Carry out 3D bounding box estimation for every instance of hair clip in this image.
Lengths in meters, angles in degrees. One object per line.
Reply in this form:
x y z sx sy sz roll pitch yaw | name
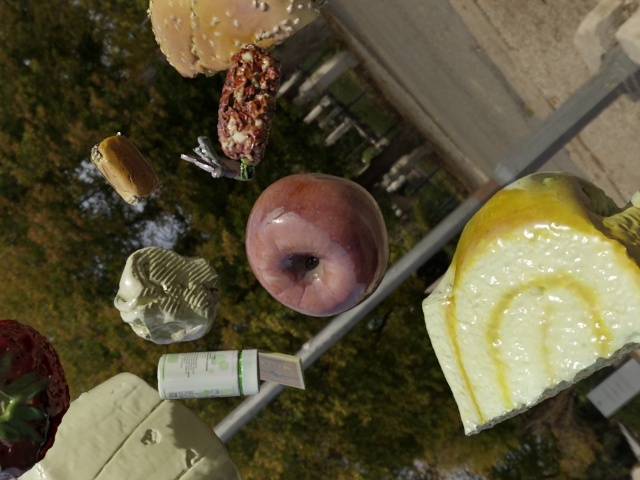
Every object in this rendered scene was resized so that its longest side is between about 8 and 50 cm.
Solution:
-0.260 -0.200 1.592 0.146 0.056 0.187 -3 -143 -48 | hair clip

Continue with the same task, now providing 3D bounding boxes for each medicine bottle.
-0.208 0.253 1.186 0.086 0.183 0.086 178 90 -87 | medicine bottle

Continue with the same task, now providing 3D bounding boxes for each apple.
0.000 0.000 1.248 0.305 0.305 0.235 44 -148 -20 | apple

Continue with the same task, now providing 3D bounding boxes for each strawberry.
-0.609 0.291 1.155 0.292 0.292 0.310 45 148 -14 | strawberry

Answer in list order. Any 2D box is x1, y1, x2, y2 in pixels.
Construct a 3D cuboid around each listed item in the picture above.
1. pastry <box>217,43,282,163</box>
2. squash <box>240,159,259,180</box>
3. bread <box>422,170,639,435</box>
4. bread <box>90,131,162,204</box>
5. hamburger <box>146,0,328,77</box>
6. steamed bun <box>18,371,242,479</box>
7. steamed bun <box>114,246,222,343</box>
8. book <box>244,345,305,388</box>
-0.128 -0.237 1.100 0.097 0.209 0.115 10 161 -8 | pastry
-0.142 -0.266 1.351 0.071 0.319 0.080 13 -134 -6 | squash
0.299 0.080 0.879 0.239 0.395 0.264 -14 -114 -39 | bread
-0.675 -0.248 2.186 0.241 0.107 0.136 52 -131 -9 | bread
-0.196 -0.499 1.230 0.445 0.268 0.287 5 138 51 | hamburger
-0.445 0.564 1.441 0.455 0.290 0.371 35 -136 18 | steamed bun
-0.422 0.170 1.718 0.280 0.207 0.268 9 -139 -26 | steamed bun
-0.132 0.387 1.890 0.170 0.018 0.242 10 149 10 | book
